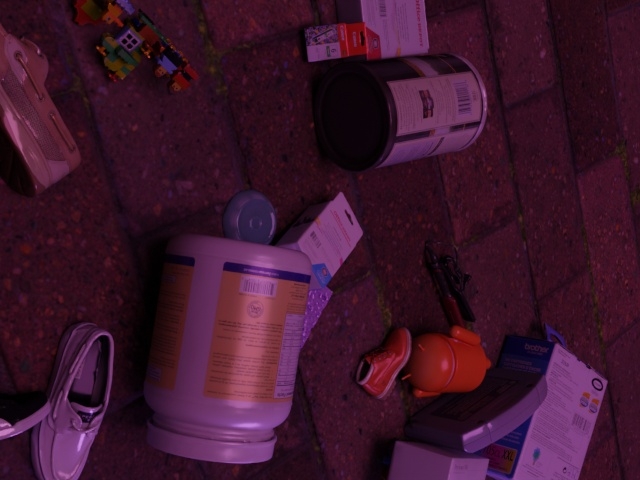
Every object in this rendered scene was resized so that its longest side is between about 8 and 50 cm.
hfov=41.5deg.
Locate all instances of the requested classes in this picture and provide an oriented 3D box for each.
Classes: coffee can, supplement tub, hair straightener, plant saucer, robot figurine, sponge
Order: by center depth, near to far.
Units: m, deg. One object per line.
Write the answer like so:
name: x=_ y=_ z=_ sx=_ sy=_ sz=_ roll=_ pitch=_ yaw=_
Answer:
supplement tub: x=-0.151 y=0.167 z=1.354 sx=0.241 sy=0.241 sz=0.331 roll=11 pitch=86 yaw=-41
plant saucer: x=-0.120 y=-0.031 z=1.510 sx=0.119 sy=0.021 sz=0.119 roll=-3 pitch=95 yaw=-41
sponge: x=-0.068 y=0.153 z=1.564 sx=0.117 sy=0.031 sz=0.210 roll=43 pitch=66 yaw=-34
coffee can: x=0.155 y=-0.248 z=1.613 sx=0.275 sy=0.201 sz=0.202 roll=-15 pitch=103 yaw=-40
robot figurine: x=0.265 y=0.258 z=1.796 sx=0.219 sy=0.158 sz=0.128 roll=8 pitch=66 yaw=-41
hair straightener: x=0.291 y=0.091 z=1.868 sx=0.089 sy=0.047 sz=0.230 roll=-41 pitch=114 yaw=-31

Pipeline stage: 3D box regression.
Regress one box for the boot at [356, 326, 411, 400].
boot: x=0.129 y=0.239 z=1.726 sx=0.084 sy=0.059 sz=0.158 roll=36 pitch=71 yaw=-31

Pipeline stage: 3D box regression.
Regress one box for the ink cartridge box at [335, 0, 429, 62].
ink cartridge box: x=0.123 y=-0.419 z=1.656 sx=0.175 sy=0.072 sz=0.127 roll=-15 pitch=103 yaw=-39

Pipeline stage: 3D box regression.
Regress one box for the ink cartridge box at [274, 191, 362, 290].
ink cartridge box: x=0.000 y=0.000 z=1.569 sx=0.181 sy=0.061 sz=0.104 roll=-51 pitch=120 yaw=-45

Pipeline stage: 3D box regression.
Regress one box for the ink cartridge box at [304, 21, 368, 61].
ink cartridge box: x=0.030 y=-0.369 z=1.566 sx=0.115 sy=0.029 sz=0.063 roll=-7 pitch=100 yaw=1

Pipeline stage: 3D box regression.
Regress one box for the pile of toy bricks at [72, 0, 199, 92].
pile of toy bricks: x=-0.292 y=-0.292 z=1.301 sx=0.105 sy=0.118 sz=0.212 roll=-41 pitch=134 yaw=6

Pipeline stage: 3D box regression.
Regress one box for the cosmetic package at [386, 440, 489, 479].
cosmetic package: x=0.233 y=0.541 z=1.748 sx=0.224 sy=0.138 sz=0.225 roll=24 pitch=76 yaw=-57

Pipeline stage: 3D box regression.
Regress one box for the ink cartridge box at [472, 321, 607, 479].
ink cartridge box: x=0.533 y=0.402 z=2.024 sx=0.270 sy=0.151 sz=0.396 roll=34 pitch=73 yaw=-38

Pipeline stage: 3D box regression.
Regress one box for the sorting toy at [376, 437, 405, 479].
sorting toy: x=0.147 y=0.464 z=1.774 sx=0.061 sy=0.042 sz=0.102 roll=39 pitch=55 yaw=-52

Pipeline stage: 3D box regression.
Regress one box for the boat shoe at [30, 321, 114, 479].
boat shoe: x=-0.369 y=0.254 z=1.274 sx=0.095 sy=0.084 sz=0.258 roll=9 pitch=87 yaw=-41

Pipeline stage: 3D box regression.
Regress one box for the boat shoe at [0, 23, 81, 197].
boat shoe: x=-0.439 y=-0.230 z=1.164 sx=0.110 sy=0.121 sz=0.341 roll=-41 pitch=128 yaw=-36

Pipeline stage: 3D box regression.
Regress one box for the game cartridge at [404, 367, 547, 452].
game cartridge: x=0.349 y=0.363 z=1.831 sx=0.297 sy=0.198 sz=0.062 roll=-24 pitch=109 yaw=-37

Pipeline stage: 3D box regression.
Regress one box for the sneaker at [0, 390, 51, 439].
sneaker: x=-0.487 y=0.220 z=1.173 sx=0.217 sy=0.079 sz=0.121 roll=-17 pitch=106 yaw=-37
